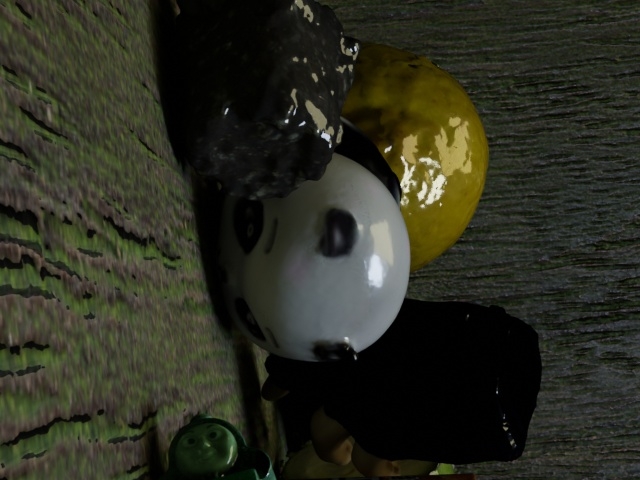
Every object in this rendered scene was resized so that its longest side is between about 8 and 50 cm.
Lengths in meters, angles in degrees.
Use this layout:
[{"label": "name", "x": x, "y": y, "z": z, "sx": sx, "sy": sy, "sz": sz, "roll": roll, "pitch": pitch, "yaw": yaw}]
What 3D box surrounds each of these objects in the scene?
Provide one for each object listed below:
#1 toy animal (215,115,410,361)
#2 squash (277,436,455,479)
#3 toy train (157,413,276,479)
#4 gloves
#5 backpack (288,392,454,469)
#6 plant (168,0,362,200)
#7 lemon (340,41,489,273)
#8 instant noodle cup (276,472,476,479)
[{"label": "toy animal", "x": -0.008, "y": -0.001, "z": 1.101, "sx": 0.235, "sy": 0.165, "sz": 0.187, "roll": -89, "pitch": 176, "yaw": -64}, {"label": "squash", "x": 0.063, "y": 0.337, "z": 1.303, "sx": 0.189, "sy": 0.189, "sz": 0.260, "roll": -86, "pitch": 165, "yaw": -77}, {"label": "toy train", "x": -0.049, "y": 0.172, "z": 0.749, "sx": 0.178, "sy": 0.071, "sz": 0.104, "roll": 80, "pitch": -5, "yaw": -57}, {"label": "gloves", "x": 0.062, "y": 0.126, "z": 1.189, "sx": 0.152, "sy": 0.301, "sz": 0.197, "roll": 43, "pitch": 47, "yaw": -22}, {"label": "backpack", "x": 0.055, "y": 0.199, "z": 1.520, "sx": 0.317, "sy": 0.197, "sz": 0.283, "roll": 68, "pitch": 14, "yaw": -54}, {"label": "plant", "x": -0.045, "y": -0.137, "z": 0.996, "sx": 0.129, "sy": 0.132, "sz": 0.194, "roll": 40, "pitch": 37, "yaw": -47}, {"label": "lemon", "x": 0.053, "y": -0.090, "z": 1.488, "sx": 0.297, "sy": 0.297, "sz": 0.297, "roll": -8, "pitch": 90, "yaw": -87}, {"label": "instant noodle cup", "x": 0.052, "y": 0.308, "z": 1.088, "sx": 0.250, "sy": 0.192, "sz": 0.250, "roll": -9, "pitch": 90, "yaw": -87}]
